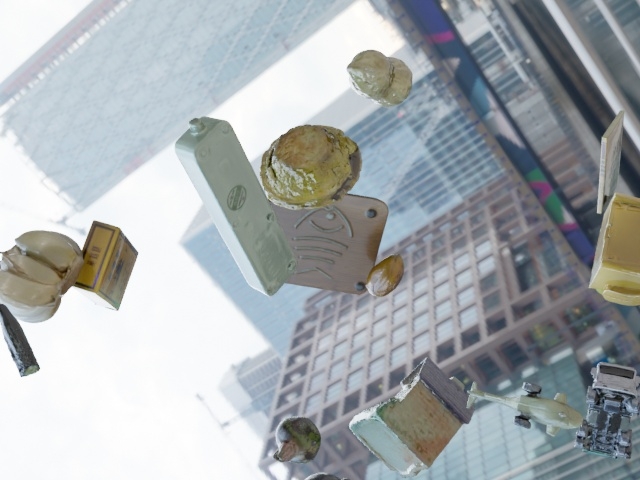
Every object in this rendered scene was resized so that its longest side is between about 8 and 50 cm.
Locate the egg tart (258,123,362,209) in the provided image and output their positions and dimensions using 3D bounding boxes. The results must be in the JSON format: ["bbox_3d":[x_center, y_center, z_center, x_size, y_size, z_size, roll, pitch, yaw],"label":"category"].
[{"bbox_3d":[-0.027,-0.175,1.735,0.106,0.241,0.241,72,-179,-53],"label":"egg tart"}]

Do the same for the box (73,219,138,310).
[{"bbox_3d":[-0.608,0.077,2.232,0.301,0.084,0.193,102,-176,-75],"label":"box"}]

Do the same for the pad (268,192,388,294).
[{"bbox_3d":[0.000,0.000,1.878,0.286,0.284,0.018,9,-146,-6],"label":"pad"}]

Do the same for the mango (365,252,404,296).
[{"bbox_3d":[0.150,0.081,1.831,0.063,0.127,0.077,7,-133,-34],"label":"mango"}]

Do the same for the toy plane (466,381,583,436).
[{"bbox_3d":[0.417,0.344,1.640,0.108,0.286,0.092,29,-106,-42],"label":"toy plane"}]

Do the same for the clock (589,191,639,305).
[{"bbox_3d":[0.813,0.042,1.842,0.200,0.316,0.244,65,-138,-61],"label":"clock"}]

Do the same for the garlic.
[{"bbox_3d":[-0.719,0.086,1.964,0.203,0.185,0.281,25,-128,-8],"label":"garlic"}]

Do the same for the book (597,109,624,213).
[{"bbox_3d":[0.569,-0.153,1.543,0.118,0.012,0.172,-46,-41,-41],"label":"book"}]

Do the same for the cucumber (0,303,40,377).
[{"bbox_3d":[-0.551,0.169,1.418,0.163,0.043,0.039,60,-164,19],"label":"cucumber"}]

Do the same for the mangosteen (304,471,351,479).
[{"bbox_3d":[0.021,0.789,2.340,0.210,0.210,0.210,47,-157,-26],"label":"mangosteen"}]

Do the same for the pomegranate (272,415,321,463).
[{"bbox_3d":[-0.079,0.574,2.228,0.163,0.125,0.138,-27,-84,-29],"label":"pomegranate"}]

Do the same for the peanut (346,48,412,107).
[{"bbox_3d":[0.139,-0.370,1.785,0.124,0.123,0.256,61,-162,10],"label":"peanut"}]

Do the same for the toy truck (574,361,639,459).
[{"bbox_3d":[0.606,0.368,1.658,0.124,0.114,0.253,-61,-27,-47],"label":"toy truck"}]

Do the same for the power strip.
[{"bbox_3d":[-0.139,-0.057,1.325,0.062,0.091,0.385,20,149,36],"label":"power strip"}]

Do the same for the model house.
[{"bbox_3d":[0.279,0.501,2.271,0.245,0.280,0.312,43,156,4],"label":"model house"}]
